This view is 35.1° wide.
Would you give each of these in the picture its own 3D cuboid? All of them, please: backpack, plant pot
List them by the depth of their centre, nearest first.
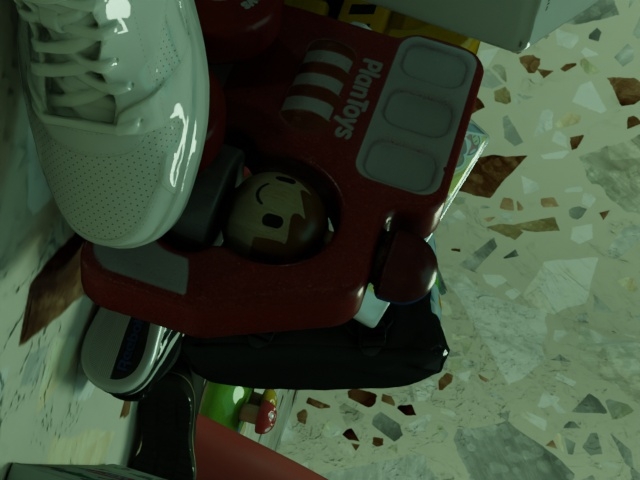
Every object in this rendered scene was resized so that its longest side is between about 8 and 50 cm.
[{"bbox_3d":[0.000,0.000,1.194,0.273,0.290,0.356,89,1,-67],"label":"backpack"},{"bbox_3d":[-0.107,0.378,1.294,0.275,0.243,0.275,17,90,-84],"label":"plant pot"}]

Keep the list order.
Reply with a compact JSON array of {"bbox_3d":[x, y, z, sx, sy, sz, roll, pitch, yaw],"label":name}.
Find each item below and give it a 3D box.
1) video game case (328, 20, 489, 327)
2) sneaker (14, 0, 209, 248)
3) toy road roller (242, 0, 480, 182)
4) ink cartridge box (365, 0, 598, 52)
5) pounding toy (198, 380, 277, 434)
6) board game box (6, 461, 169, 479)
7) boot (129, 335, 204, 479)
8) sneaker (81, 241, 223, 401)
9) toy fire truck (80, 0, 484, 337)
[{"bbox_3d":[0.040,-0.053,0.947,0.206,0.026,0.227,33,87,-39],"label":"video game case"},{"bbox_3d":[-0.122,-0.108,0.457,0.169,0.108,0.293,-60,156,-63],"label":"sneaker"},{"bbox_3d":[0.027,-0.167,1.032,0.202,0.240,0.330,95,13,-64],"label":"toy road roller"},{"bbox_3d":[0.135,-0.324,0.887,0.395,0.285,0.166,-37,145,-52],"label":"ink cartridge box"},{"bbox_3d":[-0.120,0.272,1.562,0.183,0.110,0.237,-67,171,-52],"label":"pounding toy"},{"bbox_3d":[-0.205,0.304,0.844,0.303,0.097,0.224,80,26,-78],"label":"board game box"},{"bbox_3d":[-0.163,0.215,1.161,0.137,0.076,0.198,-75,180,-67],"label":"boot"},{"bbox_3d":[-0.137,0.034,0.879,0.121,0.079,0.217,100,16,-74],"label":"sneaker"},{"bbox_3d":[-0.026,-0.060,0.718,0.169,0.253,0.302,99,8,-52],"label":"toy fire truck"}]
